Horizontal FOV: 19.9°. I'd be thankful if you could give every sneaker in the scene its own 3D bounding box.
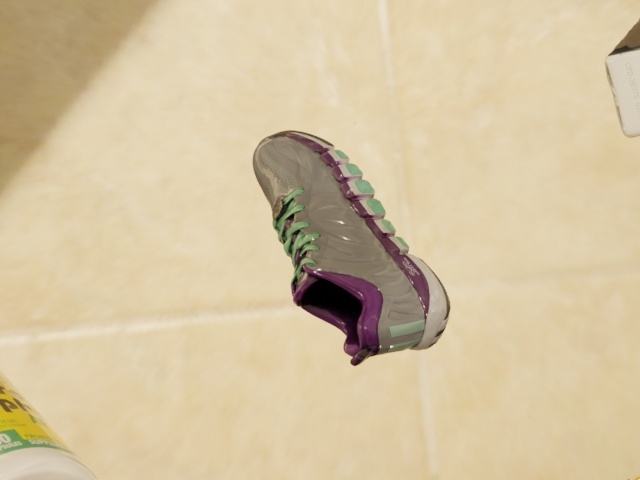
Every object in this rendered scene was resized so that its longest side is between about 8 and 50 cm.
[{"bbox_3d":[0.000,0.000,1.384,0.224,0.098,0.083,48,134,28],"label":"sneaker"}]

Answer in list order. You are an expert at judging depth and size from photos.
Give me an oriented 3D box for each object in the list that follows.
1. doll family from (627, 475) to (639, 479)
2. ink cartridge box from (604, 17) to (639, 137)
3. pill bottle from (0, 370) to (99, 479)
[{"bbox_3d":[0.203,0.213,1.013,0.263,0.118,0.163,-13,100,44],"label":"doll family"},{"bbox_3d":[0.253,-0.115,0.793,0.208,0.206,0.045,-7,112,31],"label":"ink cartridge box"},{"bbox_3d":[-0.220,0.133,1.086,0.117,0.208,0.118,-16,122,-28],"label":"pill bottle"}]
